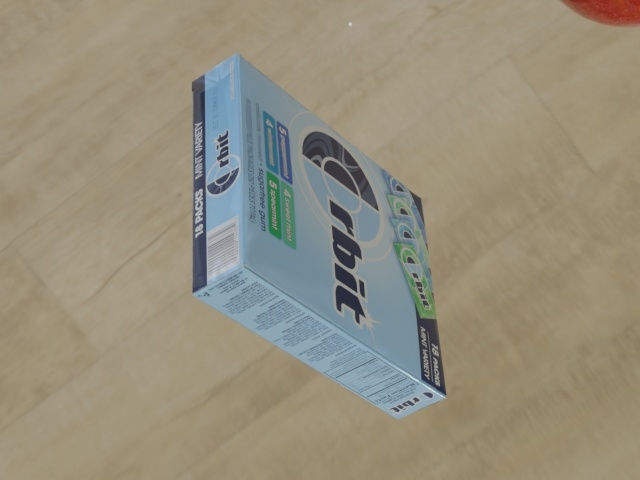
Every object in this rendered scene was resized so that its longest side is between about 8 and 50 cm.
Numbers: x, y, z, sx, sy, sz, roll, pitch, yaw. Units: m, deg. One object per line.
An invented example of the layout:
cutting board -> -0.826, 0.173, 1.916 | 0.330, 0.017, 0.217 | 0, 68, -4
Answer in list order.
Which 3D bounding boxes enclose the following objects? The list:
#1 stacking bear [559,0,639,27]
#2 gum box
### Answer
stacking bear -> 0.092, -0.191, 0.591 | 0.289, 0.175, 0.164 | 25, 76, -44
gum box -> 0.000, 0.000, 0.804 | 0.041, 0.157, 0.184 | -28, 136, 28
